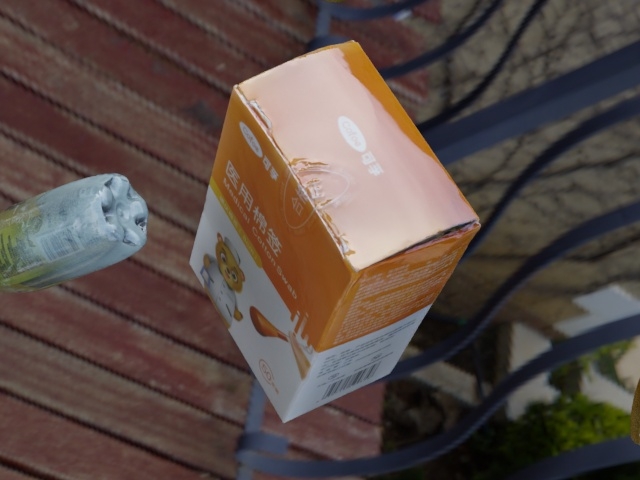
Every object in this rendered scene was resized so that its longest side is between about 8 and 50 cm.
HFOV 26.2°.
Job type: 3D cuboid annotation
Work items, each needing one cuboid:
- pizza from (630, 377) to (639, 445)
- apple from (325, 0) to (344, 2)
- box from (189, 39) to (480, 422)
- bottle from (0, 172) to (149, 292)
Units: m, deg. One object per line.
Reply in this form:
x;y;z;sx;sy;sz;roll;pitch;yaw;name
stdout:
0.355;0.128;1.253;0.134;0.175;0.046;37;14;-18;pizza
0.018;-0.363;1.764;0.102;0.099;0.114;19;77;-26;apple
0.000;0.000;1.350;0.143;0.341;0.225;-23;68;-25;box
-0.280;0.011;1.256;0.083;0.269;0.083;38;43;-47;bottle
